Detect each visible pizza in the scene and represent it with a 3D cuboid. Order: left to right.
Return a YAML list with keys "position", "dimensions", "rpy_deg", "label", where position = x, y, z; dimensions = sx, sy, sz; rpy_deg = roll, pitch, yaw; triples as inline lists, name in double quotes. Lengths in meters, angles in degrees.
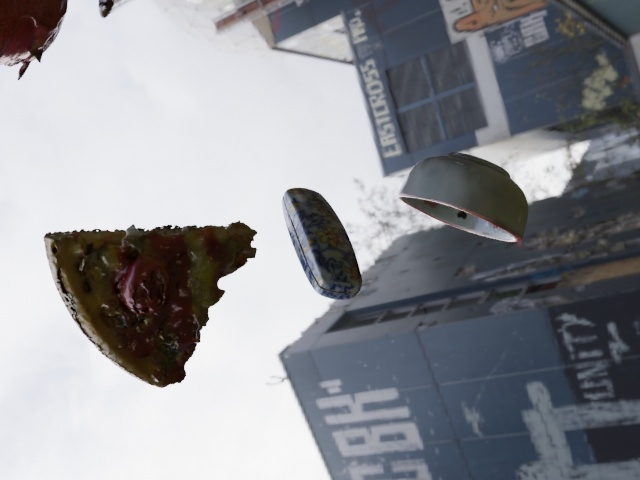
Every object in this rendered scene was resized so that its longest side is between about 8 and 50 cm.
- position: [-0.307, 0.078, 1.573]
  dimensions: [0.440, 0.406, 0.130]
  rpy_deg: [59, 172, -31]
  label: "pizza"

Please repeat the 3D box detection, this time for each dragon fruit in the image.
- position: [-0.477, -0.374, 1.103]
  dimensions: [0.241, 0.241, 0.252]
  rpy_deg: [12, -71, -56]
  label: "dragon fruit"

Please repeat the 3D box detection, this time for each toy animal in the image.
- position: [-0.446, -0.571, 1.632]
  dimensions: [0.089, 0.179, 0.188]
  rpy_deg: [8, -154, -20]
  label: "toy animal"

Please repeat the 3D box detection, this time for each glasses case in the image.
- position: [0.000, 0.000, 1.273]
  dimensions: [0.087, 0.065, 0.248]
  rpy_deg: [4, -142, -23]
  label: "glasses case"

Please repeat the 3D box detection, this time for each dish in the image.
- position: [0.288, -0.094, 1.496]
  dimensions: [0.256, 0.256, 0.117]
  rpy_deg: [24, -94, -52]
  label: "dish"
